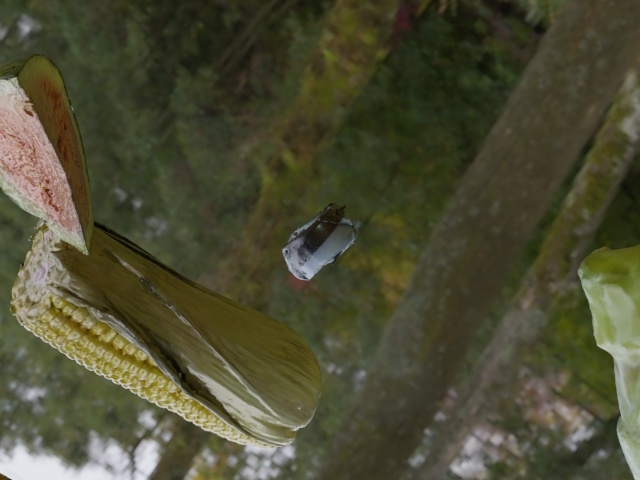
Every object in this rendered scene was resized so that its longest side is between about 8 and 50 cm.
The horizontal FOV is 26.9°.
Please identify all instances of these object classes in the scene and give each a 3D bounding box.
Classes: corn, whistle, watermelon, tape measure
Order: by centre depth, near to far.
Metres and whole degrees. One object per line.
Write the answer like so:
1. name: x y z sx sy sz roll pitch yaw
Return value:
1. whistle: 0.144 0.093 0.489 0.104 0.057 0.198 -139 30 -79
2. watermelon: -0.211 -0.069 0.952 0.087 0.069 0.163 -97 -5 -49
3. corn: -0.132 0.081 1.183 0.305 0.123 0.122 32 152 -28
4. tape measure: 0.000 0.001 1.426 0.054 0.091 0.094 48 176 -3

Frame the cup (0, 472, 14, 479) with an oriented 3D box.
1. cup: -0.334 0.275 1.200 0.196 0.196 0.279 41 168 38
